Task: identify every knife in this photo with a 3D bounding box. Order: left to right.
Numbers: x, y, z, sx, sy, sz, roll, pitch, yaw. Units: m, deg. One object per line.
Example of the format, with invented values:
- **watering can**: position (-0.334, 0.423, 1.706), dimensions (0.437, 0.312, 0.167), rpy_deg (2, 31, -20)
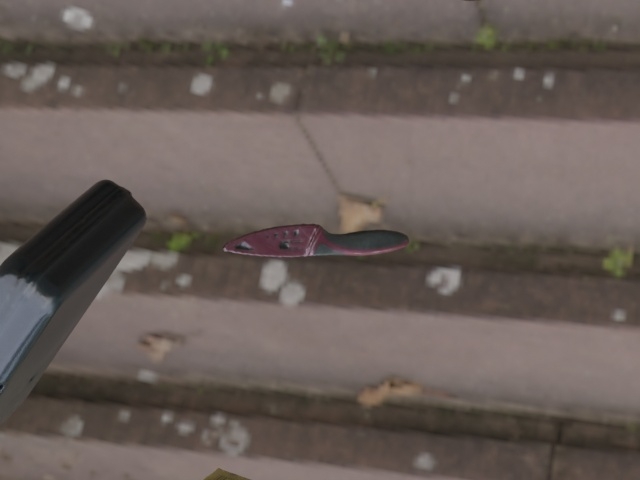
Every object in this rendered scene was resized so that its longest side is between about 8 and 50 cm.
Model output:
- **knife**: position (0.000, 0.000, 1.677), dimensions (0.247, 0.035, 0.018), rpy_deg (-1, -169, -38)

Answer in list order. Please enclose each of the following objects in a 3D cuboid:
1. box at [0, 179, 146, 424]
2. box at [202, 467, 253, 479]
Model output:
- **box**: position (-0.215, 0.068, 1.112), dimensions (0.050, 0.160, 0.230), rpy_deg (39, 123, 0)
- **box**: position (-0.065, 0.262, 1.516), dimensions (0.149, 0.073, 0.020), rpy_deg (13, 119, 35)
